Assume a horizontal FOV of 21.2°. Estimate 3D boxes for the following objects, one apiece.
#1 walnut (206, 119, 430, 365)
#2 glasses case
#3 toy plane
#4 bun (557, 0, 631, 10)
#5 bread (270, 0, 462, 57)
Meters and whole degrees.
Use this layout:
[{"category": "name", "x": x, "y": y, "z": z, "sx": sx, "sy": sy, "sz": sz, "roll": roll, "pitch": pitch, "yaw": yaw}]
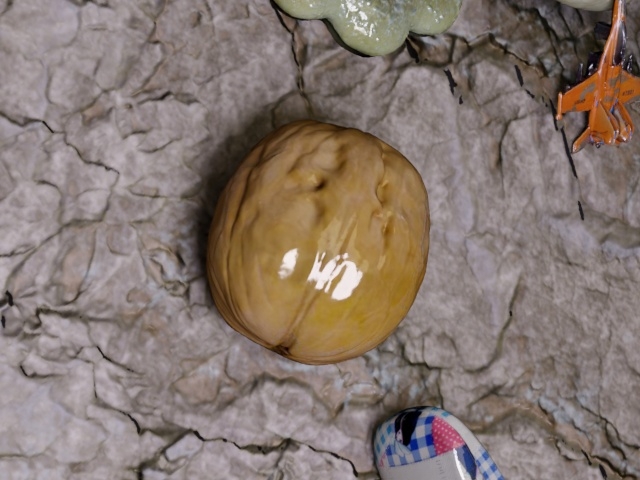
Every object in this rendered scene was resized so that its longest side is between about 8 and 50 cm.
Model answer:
[{"category": "walnut", "x": 0.000, "y": 0.000, "z": 1.521, "sx": 0.195, "sy": 0.195, "sz": 0.222, "roll": 30, "pitch": 58, "yaw": -25}, {"category": "glasses case", "x": 0.153, "y": 0.302, "z": 1.588, "sx": 0.076, "sy": 0.125, "sz": 0.327, "roll": -32, "pitch": 98, "yaw": -33}, {"category": "toy plane", "x": 0.301, "y": -0.184, "z": 1.812, "sx": 0.135, "sy": 0.062, "sz": 0.188, "roll": -12, "pitch": 107, "yaw": -34}, {"category": "bun", "x": 0.296, "y": -0.368, "z": 1.809, "sx": 0.259, "sy": 0.160, "sz": 0.259, "roll": 6, "pitch": 79, "yaw": -34}, {"category": "bread", "x": 0.048, "y": -0.283, "z": 1.691, "sx": 0.286, "sy": 0.056, "sz": 0.207, "roll": -3, "pitch": 80, "yaw": -32}]
